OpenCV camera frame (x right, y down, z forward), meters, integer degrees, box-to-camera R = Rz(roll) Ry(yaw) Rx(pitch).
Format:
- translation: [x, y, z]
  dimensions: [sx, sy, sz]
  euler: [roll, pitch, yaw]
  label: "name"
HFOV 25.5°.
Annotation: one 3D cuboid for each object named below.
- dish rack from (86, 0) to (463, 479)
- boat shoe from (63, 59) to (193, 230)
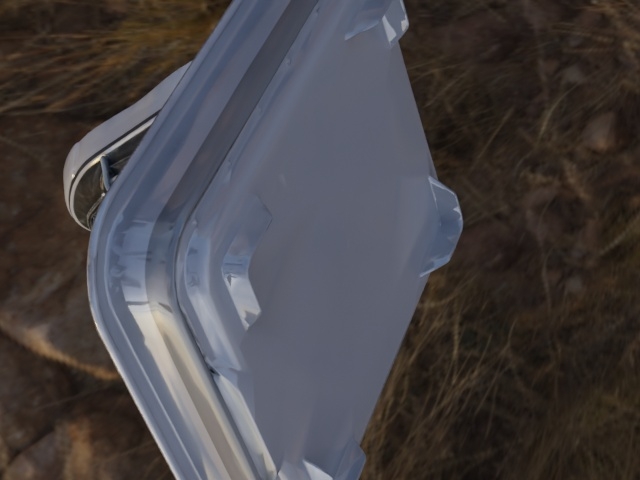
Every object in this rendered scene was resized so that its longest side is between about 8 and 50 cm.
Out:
- translation: [0.000, 0.000, 0.838]
  dimensions: [0.072, 0.333, 0.286]
  euler: [4, 135, 25]
  label: "dish rack"
- translation: [-0.124, -0.045, 1.157]
  dimensions: [0.306, 0.113, 0.105]
  euler: [-26, 58, 47]
  label: "boat shoe"
